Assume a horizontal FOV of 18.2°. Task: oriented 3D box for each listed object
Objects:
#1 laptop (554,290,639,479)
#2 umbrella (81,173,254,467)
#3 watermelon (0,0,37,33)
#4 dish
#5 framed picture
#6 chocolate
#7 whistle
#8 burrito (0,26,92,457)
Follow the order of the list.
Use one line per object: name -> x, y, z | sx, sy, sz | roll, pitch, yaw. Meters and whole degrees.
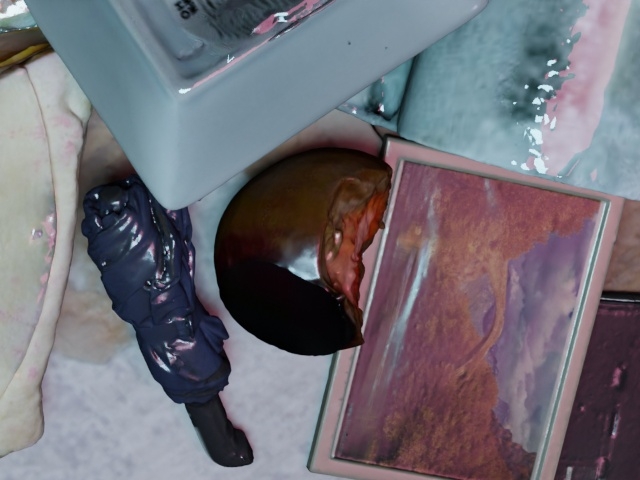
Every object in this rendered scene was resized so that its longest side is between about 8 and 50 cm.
laptop -> 0.180, 0.138, 1.481 | 0.153, 0.026, 0.207 | 4, 102, -20
umbrella -> -0.094, 0.066, 1.323 | 0.071, 0.071, 0.248 | -25, 125, -12
watermelon -> -0.189, -0.205, 1.241 | 0.187, 0.071, 0.139 | -22, 103, -5
dish -> -0.040, -0.156, 1.178 | 0.243, 0.080, 0.182 | -34, 87, -3
framed picture -> 0.104, 0.063, 1.422 | 0.184, 0.016, 0.250 | 12, 100, -11
chocolate -> 0.000, 0.000, 1.334 | 0.127, 0.124, 0.133 | 39, 44, -3
whistle -> 0.089, -0.147, 1.318 | 0.404, 0.188, 0.168 | 16, 97, 11
burrito -> -0.224, -0.006, 1.258 | 0.143, 0.105, 0.299 | 2, 103, -31
